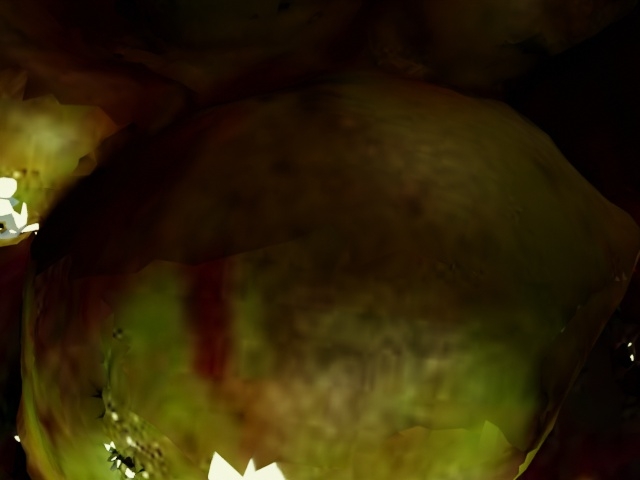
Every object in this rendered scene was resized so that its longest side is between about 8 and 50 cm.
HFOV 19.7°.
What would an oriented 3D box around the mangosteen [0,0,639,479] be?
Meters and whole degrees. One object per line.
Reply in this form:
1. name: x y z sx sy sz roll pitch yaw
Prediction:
1. mangosteen: 0.020 0.012 0.635 0.381 0.381 0.421 17 151 1
